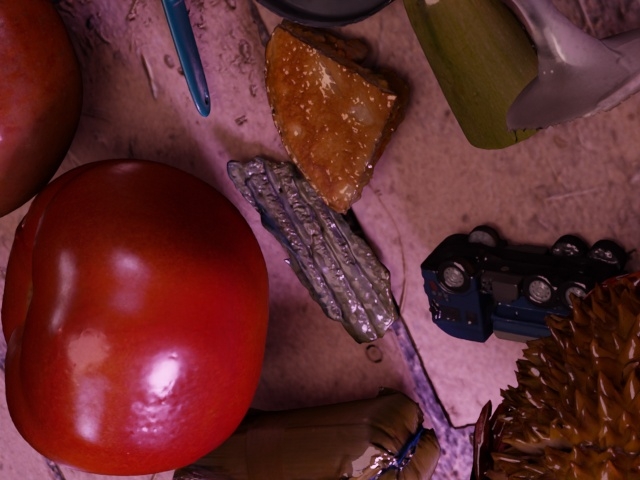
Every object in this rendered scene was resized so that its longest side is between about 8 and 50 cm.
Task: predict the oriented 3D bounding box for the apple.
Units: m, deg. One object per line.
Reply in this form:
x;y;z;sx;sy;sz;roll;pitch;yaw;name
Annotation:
-0.331;-0.138;1.504;0.254;0.253;0.253;14;119;28;apple

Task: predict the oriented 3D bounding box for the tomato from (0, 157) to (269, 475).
-0.163;0.077;1.471;0.299;0.226;0.298;-170;90;-67;tomato

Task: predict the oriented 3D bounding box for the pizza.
0.020;-0.108;1.380;0.134;0.046;0.175;1;112;35;pizza

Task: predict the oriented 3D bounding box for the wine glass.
0.116;-0.227;1.149;0.143;0.143;0.321;-21;114;39;wine glass

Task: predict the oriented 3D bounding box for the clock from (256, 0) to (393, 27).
0.000;-0.279;1.317;0.215;0.042;0.214;15;119;28;clock

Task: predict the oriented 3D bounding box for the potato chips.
0.000;0.000;1.457;0.092;0.028;0.207;-31;94;38;potato chips

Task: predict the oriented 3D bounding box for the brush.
-0.117;-0.202;1.435;0.032;0.043;0.193;-11;107;20;brush

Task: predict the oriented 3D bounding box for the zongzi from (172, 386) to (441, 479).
0.026;0.281;1.520;0.260;0.123;0.289;-12;114;34;zongzi

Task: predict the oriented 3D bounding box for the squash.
0.111;-0.170;1.274;0.090;0.075;0.200;15;143;49;squash

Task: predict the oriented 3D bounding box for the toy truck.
0.185;0.046;1.330;0.202;0.074;0.088;8;124;30;toy truck

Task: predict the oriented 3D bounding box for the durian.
0.259;0.190;1.154;0.348;0.384;0.347;1;92;29;durian
